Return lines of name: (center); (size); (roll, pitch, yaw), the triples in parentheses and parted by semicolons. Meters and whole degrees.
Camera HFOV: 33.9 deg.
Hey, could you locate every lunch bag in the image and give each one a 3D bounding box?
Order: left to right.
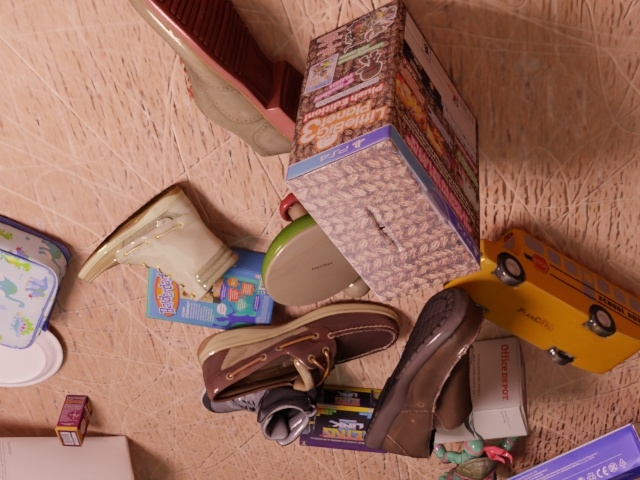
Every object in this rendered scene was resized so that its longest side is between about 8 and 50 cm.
lunch bag: (-0.517, 0.073, 1.730); (0.176, 0.090, 0.219); (23, 128, -10)

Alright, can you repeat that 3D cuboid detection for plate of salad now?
plate of salad: (-0.565, 0.195, 1.895); (0.199, 0.048, 0.200); (-4, 135, -4)

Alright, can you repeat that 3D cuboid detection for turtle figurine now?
turtle figurine: (0.279, 0.394, 1.937); (0.175, 0.118, 0.234); (3, 140, 5)

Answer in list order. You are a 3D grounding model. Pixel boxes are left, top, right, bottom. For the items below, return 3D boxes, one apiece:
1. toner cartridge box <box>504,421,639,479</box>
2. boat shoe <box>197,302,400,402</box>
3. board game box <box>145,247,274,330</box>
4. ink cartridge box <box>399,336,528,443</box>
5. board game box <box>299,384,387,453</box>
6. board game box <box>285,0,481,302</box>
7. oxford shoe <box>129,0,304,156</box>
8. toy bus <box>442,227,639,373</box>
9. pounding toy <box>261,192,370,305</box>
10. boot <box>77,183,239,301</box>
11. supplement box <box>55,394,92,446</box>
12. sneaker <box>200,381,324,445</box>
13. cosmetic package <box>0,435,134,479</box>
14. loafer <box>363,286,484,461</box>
toner cartridge box: (0.471, 0.429, 1.915); (0.347, 0.075, 0.165); (-35, 153, 33)
boat shoe: (-0.027, 0.197, 1.730); (0.341, 0.123, 0.123); (-9, 138, -8)
board game box: (-0.178, 0.077, 1.725); (0.210, 0.047, 0.160); (10, 135, -3)
ink cartridge box: (0.241, 0.255, 1.770); (0.208, 0.153, 0.087); (-8, 133, 17)
board game box: (0.046, 0.330, 1.945); (0.170, 0.048, 0.141); (4, 134, 3)
board game box: (0.090, -0.115, 1.329); (0.141, 0.291, 0.232); (-21, 128, 25)
oxford shoe: (-0.144, -0.222, 1.376); (0.130, 0.123, 0.348); (-24, 126, 35)
toy bus: (0.346, 0.088, 1.607); (0.332, 0.130, 0.108); (28, 133, -19)
pounding toy: (0.000, 0.000, 1.607); (0.236, 0.110, 0.183); (4, 131, -39)
boot: (-0.250, 0.037, 1.616); (0.213, 0.077, 0.165); (-38, 105, 10)
supplement box: (-0.469, 0.343, 2.001); (0.043, 0.083, 0.055); (1, 135, 6)
sneaker: (-0.110, 0.286, 1.847); (0.268, 0.153, 0.101); (-21, 128, 26)
cosmetic package: (-0.559, 0.491, 2.021); (0.365, 0.155, 0.197); (4, 126, -23)
loafer: (0.178, 0.208, 1.587); (0.130, 0.134, 0.366); (23, 138, 2)
